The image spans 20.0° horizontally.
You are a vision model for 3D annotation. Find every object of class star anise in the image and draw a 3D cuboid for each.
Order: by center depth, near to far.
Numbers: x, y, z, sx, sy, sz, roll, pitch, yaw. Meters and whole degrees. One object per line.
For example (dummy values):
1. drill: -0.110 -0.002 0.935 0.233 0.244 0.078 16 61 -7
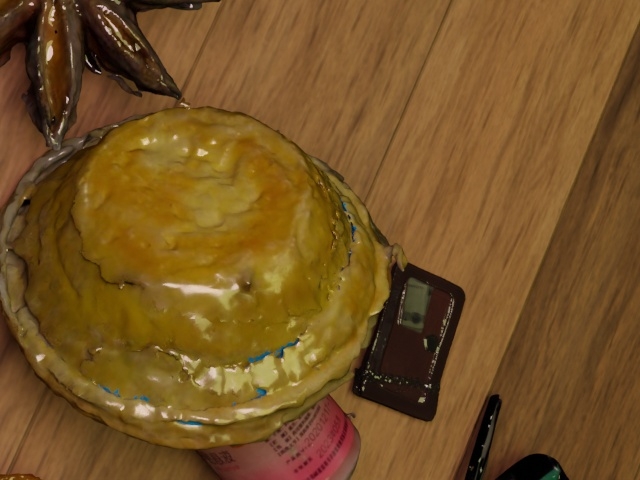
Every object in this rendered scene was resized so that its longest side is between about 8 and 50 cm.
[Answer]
1. star anise: -0.244 -0.249 1.684 0.332 0.117 0.331 1 87 -14

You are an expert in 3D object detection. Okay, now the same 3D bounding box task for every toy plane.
1. toy plane: 0.184 0.373 2.019 0.155 0.106 0.381 29 79 -23

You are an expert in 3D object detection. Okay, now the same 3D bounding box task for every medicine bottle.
1. medicine bottle: -0.076 0.159 1.816 0.147 0.147 0.247 -48 115 -20

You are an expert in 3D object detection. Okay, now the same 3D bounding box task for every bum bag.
1. bum bag: 0.099 0.110 1.993 0.109 0.026 0.159 25 74 -30

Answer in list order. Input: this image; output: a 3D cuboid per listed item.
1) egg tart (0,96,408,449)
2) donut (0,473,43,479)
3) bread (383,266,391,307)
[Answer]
1. egg tart: -0.113 0.005 1.682 0.388 0.388 0.169 -30 152 -27
2. donut: -0.312 0.306 1.720 0.174 0.074 0.190 25 84 -32
3. bread: 0.000 0.000 1.893 0.189 0.077 0.114 57 46 -20
